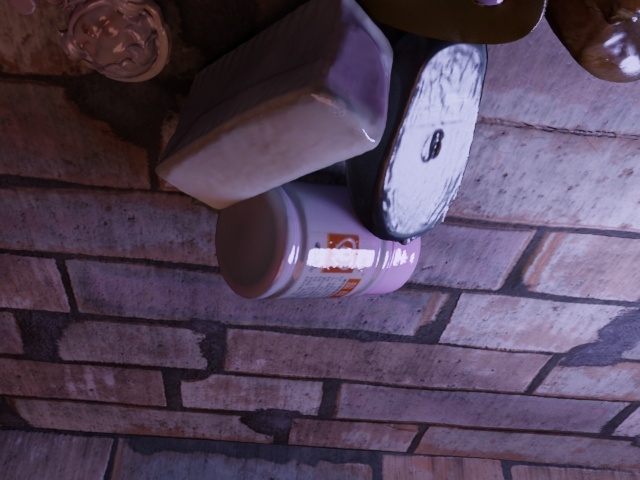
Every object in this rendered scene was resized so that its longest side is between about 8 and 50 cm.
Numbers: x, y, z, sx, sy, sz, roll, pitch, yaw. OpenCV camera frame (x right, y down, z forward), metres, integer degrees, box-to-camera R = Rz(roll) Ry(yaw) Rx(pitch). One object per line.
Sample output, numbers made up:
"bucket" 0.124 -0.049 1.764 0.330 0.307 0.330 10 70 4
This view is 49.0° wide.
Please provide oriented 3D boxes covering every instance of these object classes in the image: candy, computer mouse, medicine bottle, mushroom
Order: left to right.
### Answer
"candy" -0.066 -0.186 1.002 0.358 0.208 0.145 -18 136 42
"medicine bottle" 0.000 0.000 1.217 0.315 0.202 0.202 3 149 -40
"computer mouse" 0.147 -0.170 1.101 0.203 0.114 0.374 -9 127 -30
"computer mouse" 0.126 -0.330 0.859 0.310 0.072 0.158 25 153 29
"mushroom" 0.357 -0.322 0.828 0.195 0.283 0.264 10 106 12

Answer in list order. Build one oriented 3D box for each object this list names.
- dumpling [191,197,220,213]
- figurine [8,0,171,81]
"dumpling" -0.144 -0.115 1.255 0.219 0.108 0.152 -24 177 39
"figurine" -0.303 -0.303 0.967 0.162 0.141 0.237 -16 140 28
